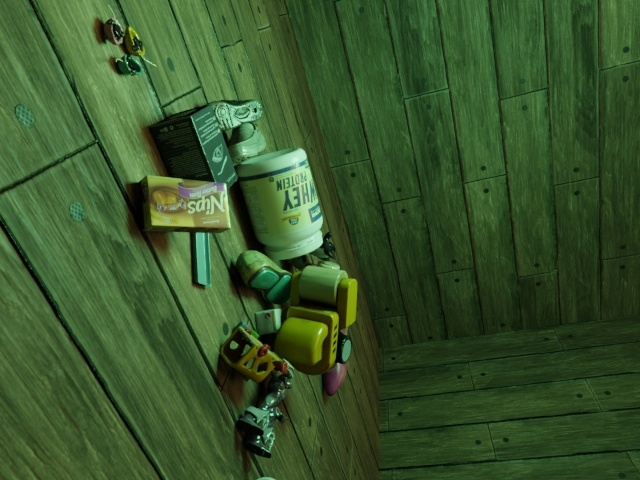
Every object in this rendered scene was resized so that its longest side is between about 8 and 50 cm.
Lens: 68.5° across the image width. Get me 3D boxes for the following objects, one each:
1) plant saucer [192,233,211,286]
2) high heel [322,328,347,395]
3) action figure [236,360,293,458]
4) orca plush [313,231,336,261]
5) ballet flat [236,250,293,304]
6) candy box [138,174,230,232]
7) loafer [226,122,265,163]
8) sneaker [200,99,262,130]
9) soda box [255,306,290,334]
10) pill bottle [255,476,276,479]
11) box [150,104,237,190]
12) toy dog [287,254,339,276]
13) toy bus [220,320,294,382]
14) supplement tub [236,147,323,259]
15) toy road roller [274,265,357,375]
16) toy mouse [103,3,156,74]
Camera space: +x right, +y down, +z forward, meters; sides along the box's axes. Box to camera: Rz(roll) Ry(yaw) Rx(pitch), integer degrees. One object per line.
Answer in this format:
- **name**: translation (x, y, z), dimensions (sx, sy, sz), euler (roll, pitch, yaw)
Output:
- **plant saucer**: translation (-0.300, 0.019, 1.179), dimensions (0.067, 0.018, 0.192), euler (43, 37, -69)
- **high heel**: translation (0.022, 0.490, 2.100), dimensions (0.181, 0.127, 0.377), euler (36, 41, -29)
- **action figure**: translation (-0.134, 0.462, 1.330), dimensions (0.285, 0.099, 0.185), euler (-55, 150, -62)
- **orca plush**: translation (0.000, 0.000, 1.763), dimensions (0.102, 0.151, 0.287), euler (-59, -174, -9)
- **ballet flat**: translation (-0.171, 0.112, 1.493), dimensions (0.348, 0.123, 0.123), euler (53, 29, -67)
- **candy box**: translation (-0.291, -0.074, 1.019), dimensions (0.187, 0.053, 0.109), euler (1, 76, -42)
- **loafer**: translation (-0.249, -0.316, 1.497), dimensions (0.319, 0.112, 0.111), euler (-87, 158, -71)
- **sneaker**: translation (-0.295, -0.377, 1.415), dimensions (0.227, 0.130, 0.087), euler (-31, 118, -47)
- **soda box**: translation (-0.142, 0.262, 1.552), dimensions (0.216, 0.069, 0.073), euler (20, 60, -75)
- **pill bottle**: translation (-0.112, 0.693, 1.217), dimensions (0.208, 0.118, 0.117), euler (65, 19, -51)
- **box**: translation (-0.302, -0.209, 1.154), dimensions (0.153, 0.108, 0.207), euler (-74, 151, -64)
- **toy dog**: translation (-0.067, 0.124, 1.760), dimensions (0.334, 0.161, 0.220), euler (-9, -108, 62)
- **toy bus**: translation (-0.173, 0.318, 1.239), dimensions (0.202, 0.104, 0.191), euler (43, -10, 1)
- **supplement tub**: translation (-0.126, -0.122, 1.560), dimensions (0.235, 0.236, 0.324), euler (-66, 143, -68)
- **toy road roller**: translation (-0.023, 0.256, 1.468), dimensions (0.241, 0.203, 0.329), euler (-9, 104, -64)
- **toy mouse**: translation (-0.417, -0.401, 0.986), dimensions (0.143, 0.031, 0.161), euler (-89, 162, -44)
